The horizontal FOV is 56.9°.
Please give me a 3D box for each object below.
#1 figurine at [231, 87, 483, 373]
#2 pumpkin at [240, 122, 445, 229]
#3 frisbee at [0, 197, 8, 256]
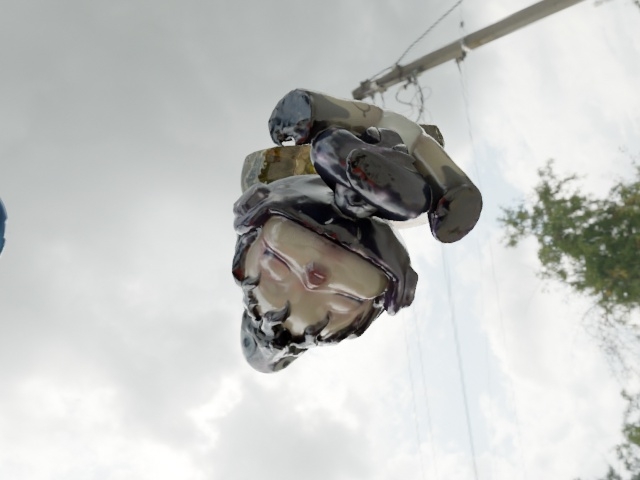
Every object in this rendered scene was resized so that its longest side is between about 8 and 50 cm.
[{"bbox_3d":[0.000,0.000,0.431,0.146,0.222,0.145,20,-143,-16],"label":"figurine"},{"bbox_3d":[0.042,-0.080,0.896,0.222,0.317,0.139,10,-108,-60],"label":"pumpkin"},{"bbox_3d":[-0.461,-0.004,0.617,0.242,0.045,0.242,13,-134,-14],"label":"frisbee"}]
